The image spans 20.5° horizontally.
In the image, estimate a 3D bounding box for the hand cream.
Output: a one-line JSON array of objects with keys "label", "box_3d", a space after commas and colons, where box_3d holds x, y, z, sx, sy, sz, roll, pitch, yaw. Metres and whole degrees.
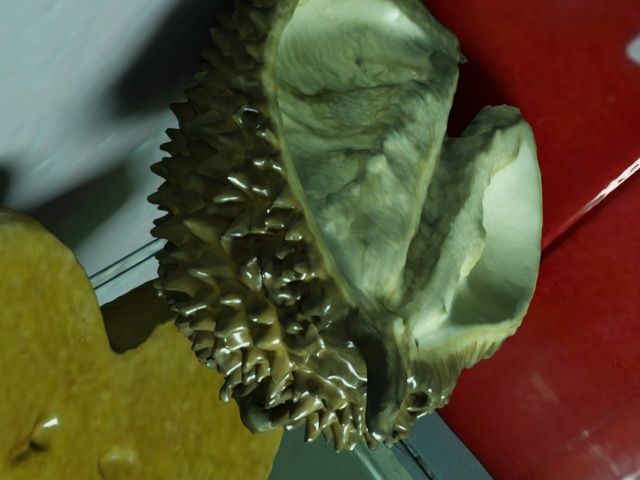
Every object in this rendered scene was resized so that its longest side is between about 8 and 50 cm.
[{"label": "hand cream", "box_3d": [0.104, -0.034, 0.546, 0.230, 0.149, 0.230, -39, 171, -8]}]

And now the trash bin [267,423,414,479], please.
[{"label": "trash bin", "box_3d": [-0.047, 0.131, 0.734, 0.122, 0.164, 0.240, -35, 172, -18]}]

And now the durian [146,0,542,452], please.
[{"label": "durian", "box_3d": [0.001, 0.002, 0.403, 0.071, 0.110, 0.140, -33, -151, 30]}]

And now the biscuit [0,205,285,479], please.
[{"label": "biscuit", "box_3d": [-0.092, 0.086, 0.377, 0.035, 0.184, 0.249, 6, -169, 36]}]
